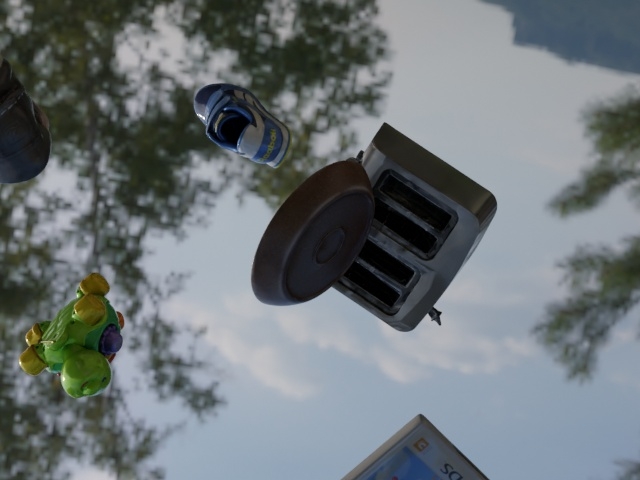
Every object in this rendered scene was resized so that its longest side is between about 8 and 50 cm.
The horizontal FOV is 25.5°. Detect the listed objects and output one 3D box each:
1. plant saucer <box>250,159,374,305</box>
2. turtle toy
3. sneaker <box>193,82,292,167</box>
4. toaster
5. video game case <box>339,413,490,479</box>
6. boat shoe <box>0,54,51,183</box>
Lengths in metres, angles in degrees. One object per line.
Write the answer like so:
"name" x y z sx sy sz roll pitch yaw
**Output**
"plant saucer" 0.000 0.000 1.397 0.029 0.168 0.168 36 -157 26
"turtle toy" -0.212 0.093 1.248 0.066 0.095 0.130 45 -168 -18
"sneaker" -0.087 -0.120 1.382 0.059 0.053 0.144 8 -161 -42
"toaster" 0.088 -0.007 1.537 0.185 0.168 0.110 34 -157 5
"video game case" 0.085 0.305 1.442 0.193 0.212 0.023 45 -170 -21
"boat shoe" -0.309 -0.107 1.169 0.112 0.095 0.335 -40 -155 -15
